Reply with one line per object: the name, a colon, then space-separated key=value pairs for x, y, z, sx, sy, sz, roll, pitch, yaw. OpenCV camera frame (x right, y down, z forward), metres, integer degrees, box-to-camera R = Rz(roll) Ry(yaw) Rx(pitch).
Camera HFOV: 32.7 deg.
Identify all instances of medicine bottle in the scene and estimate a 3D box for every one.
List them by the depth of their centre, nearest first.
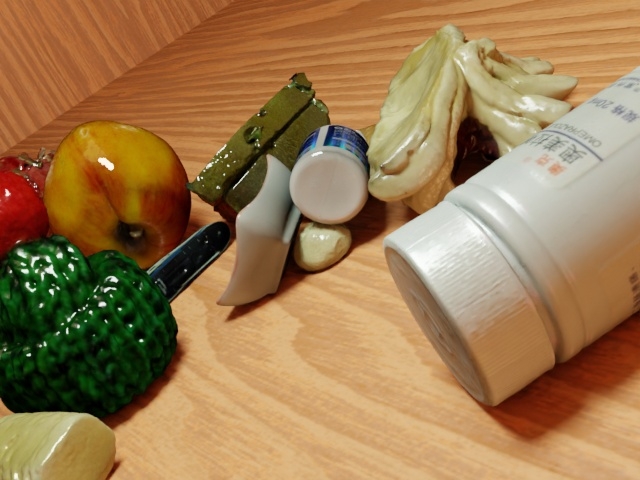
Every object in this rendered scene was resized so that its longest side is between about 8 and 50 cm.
medicine bottle: x=0.234 y=-0.009 z=1.014 sx=0.332 sy=0.190 sz=0.190 roll=-33 pitch=22 yaw=-10
medicine bottle: x=0.018 y=-0.099 z=1.510 sx=0.107 sy=0.107 sz=0.191 roll=-25 pitch=16 yaw=12

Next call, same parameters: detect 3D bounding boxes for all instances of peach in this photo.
peach: x=-0.337 y=-0.080 z=1.789 sx=0.238 sy=0.281 sz=0.281 roll=-25 pitch=21 yaw=-5

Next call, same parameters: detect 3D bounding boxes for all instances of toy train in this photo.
toy train: x=-0.223 y=0.048 z=1.657 sx=0.051 sy=0.052 sz=0.234 roll=-12 pitch=27 yaw=48

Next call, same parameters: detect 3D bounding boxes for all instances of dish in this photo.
dish: x=-0.072 y=-0.007 z=1.503 sx=0.077 sy=0.151 sz=0.212 roll=16 pitch=29 yaw=1

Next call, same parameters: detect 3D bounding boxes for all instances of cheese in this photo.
cheese: x=-0.328 y=0.255 z=1.266 sx=0.167 sy=0.094 sz=0.123 roll=-8 pitch=28 yaw=43

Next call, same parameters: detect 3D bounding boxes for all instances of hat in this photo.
hat: x=-0.362 y=0.069 z=1.401 sx=0.274 sy=0.332 sz=0.242 roll=-19 pitch=22 yaw=30

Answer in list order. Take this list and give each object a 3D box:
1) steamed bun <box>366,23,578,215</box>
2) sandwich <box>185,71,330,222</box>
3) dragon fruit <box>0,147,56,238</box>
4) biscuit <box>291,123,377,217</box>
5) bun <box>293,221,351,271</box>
steamed bun: x=0.209 y=-0.179 z=1.496 sx=0.247 sy=0.189 sz=0.428 roll=-52 pitch=10 yaw=25
sandwich: x=-0.105 y=-0.125 z=1.762 sx=0.212 sy=0.109 sz=0.292 roll=-47 pitch=3 yaw=41
dragon fruit: x=-0.559 y=-0.041 z=2.054 sx=0.299 sy=0.244 sz=0.244 roll=-46 pitch=26 yaw=-22
biscuit: x=0.040 y=-0.110 z=1.698 sx=0.254 sy=0.035 sz=0.254 roll=-26 pitch=22 yaw=12
bun: x=0.000 y=0.000 z=1.475 sx=0.086 sy=0.055 sz=0.086 roll=-25 pitch=21 yaw=10
